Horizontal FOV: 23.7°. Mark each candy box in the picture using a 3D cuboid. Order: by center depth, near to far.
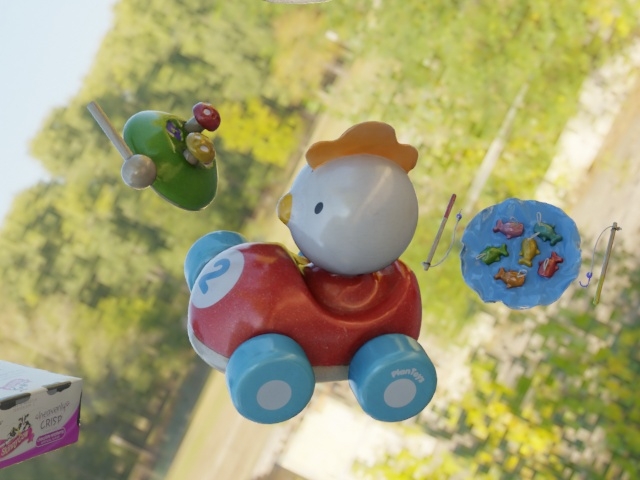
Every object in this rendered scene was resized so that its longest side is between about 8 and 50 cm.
[{"bbox_3d":[-0.373,0.158,1.489,0.159,0.233,0.071,-11,-72,-63],"label":"candy box"}]

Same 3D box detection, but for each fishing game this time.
[{"bbox_3d":[0.287,0.014,2.203,0.041,0.264,0.189,70,-141,-58],"label":"fishing game"}]

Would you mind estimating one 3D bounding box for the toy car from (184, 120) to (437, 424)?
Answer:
[{"bbox_3d":[0.000,0.000,1.308,0.219,0.210,0.238,-119,35,-57],"label":"toy car"}]

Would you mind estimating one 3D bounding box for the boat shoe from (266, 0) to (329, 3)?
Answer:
[{"bbox_3d":[-0.104,-0.346,1.572,0.136,0.367,0.157,27,-99,-51],"label":"boat shoe"}]

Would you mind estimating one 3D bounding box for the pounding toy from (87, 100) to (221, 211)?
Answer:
[{"bbox_3d":[-0.219,-0.153,2.342,0.110,0.183,0.237,-39,-27,25],"label":"pounding toy"}]
